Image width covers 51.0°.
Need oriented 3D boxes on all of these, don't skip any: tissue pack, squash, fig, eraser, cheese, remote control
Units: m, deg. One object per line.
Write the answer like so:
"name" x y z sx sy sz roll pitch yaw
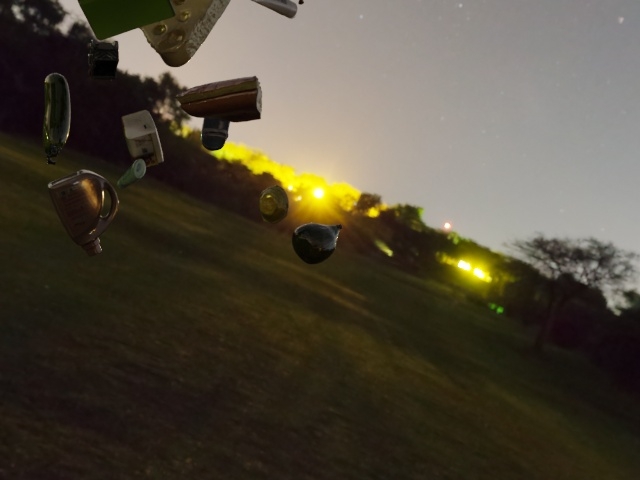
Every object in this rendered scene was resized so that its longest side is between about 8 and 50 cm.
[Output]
"tissue pack" -0.569 -0.321 2.144 0.148 0.099 0.106 93 -26 -56
"squash" -0.865 -0.401 2.201 0.087 0.331 0.087 -4 -19 -1
"fig" 0.000 0.000 1.888 0.117 0.117 0.177 21 29 30
"eraser" -0.635 -0.786 2.174 0.210 0.274 0.092 75 -7 -57
"cheese" -0.515 -0.782 2.401 0.384 0.384 0.104 22 -17 21
"remote control" -0.332 -0.387 2.167 0.090 0.265 0.066 4 -31 0

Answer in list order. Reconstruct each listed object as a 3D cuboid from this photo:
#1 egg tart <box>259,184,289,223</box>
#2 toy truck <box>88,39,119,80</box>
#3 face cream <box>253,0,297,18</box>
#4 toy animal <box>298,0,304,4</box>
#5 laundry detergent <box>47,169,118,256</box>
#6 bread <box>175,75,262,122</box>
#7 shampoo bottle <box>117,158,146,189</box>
"egg tart" -0.130 -0.097 1.795 0.105 0.105 0.039 21 7 27
"toy truck" -0.687 -0.569 2.126 0.083 0.092 0.192 -5 -5 -24
"face cream" -0.167 -0.803 2.246 0.058 0.092 0.244 -32 -19 30
"toy animal" -0.059 -0.775 1.864 0.054 0.275 0.149 -7 -34 35
"laundry detergent" -0.658 -0.082 1.928 0.076 0.171 0.237 27 -40 59
"bread" -0.168 -0.268 1.279 0.192 0.067 0.119 0 -5 30
"shampoo bottle" -0.605 -0.202 2.138 0.041 0.069 0.191 12 -18 -30
